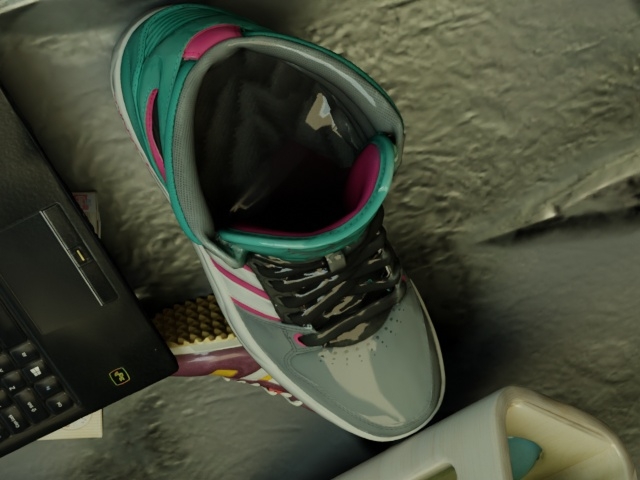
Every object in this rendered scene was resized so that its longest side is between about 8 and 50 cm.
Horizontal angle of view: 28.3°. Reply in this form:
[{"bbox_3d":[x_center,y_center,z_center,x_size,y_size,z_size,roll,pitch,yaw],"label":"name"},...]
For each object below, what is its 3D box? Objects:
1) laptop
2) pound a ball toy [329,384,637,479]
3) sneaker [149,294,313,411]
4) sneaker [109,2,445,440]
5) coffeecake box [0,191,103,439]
[{"bbox_3d":[-0.238,0.071,0.657,0.264,0.136,0.234,-26,120,3],"label":"laptop"},{"bbox_3d":[0.076,0.219,0.856,0.208,0.136,0.319,24,138,-31],"label":"pound a ball toy"},{"bbox_3d":[-0.028,0.078,0.817,0.185,0.069,0.084,-9,113,-5],"label":"sneaker"},{"bbox_3d":[0.000,0.000,0.682,0.124,0.178,0.295,-37,105,-9],"label":"sneaker"},{"bbox_3d":[-0.225,0.048,0.765,0.185,0.068,0.142,-2,117,-10],"label":"coffeecake box"}]
